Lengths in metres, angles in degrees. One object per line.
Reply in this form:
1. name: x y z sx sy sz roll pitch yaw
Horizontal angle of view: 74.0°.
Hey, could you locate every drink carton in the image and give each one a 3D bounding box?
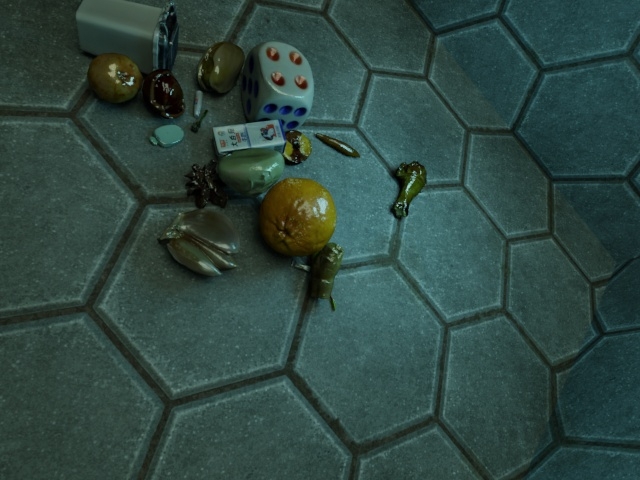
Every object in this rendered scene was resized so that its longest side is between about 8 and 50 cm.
1. drink carton: -0.322 -0.449 1.920 0.314 0.106 0.131 -12 74 -16

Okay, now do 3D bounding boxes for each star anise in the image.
1. star anise: -0.466 -0.238 1.801 0.214 0.099 0.220 -30 86 -31

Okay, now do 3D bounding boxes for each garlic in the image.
1. garlic: -0.458 0.002 1.690 0.325 0.132 0.279 29 60 -12

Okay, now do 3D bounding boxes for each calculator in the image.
1. calculator: -0.660 -0.449 1.826 0.153 0.021 0.095 -32 87 -37

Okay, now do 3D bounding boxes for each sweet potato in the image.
1. sweet potato: 0.098 -0.498 2.226 0.264 0.057 0.057 25 61 -19

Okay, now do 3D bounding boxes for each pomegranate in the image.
1. pomegranate: -0.827 -0.651 1.716 0.207 0.207 0.207 10 66 -24

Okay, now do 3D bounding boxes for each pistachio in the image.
1. pistachio: -0.465 -0.814 2.003 0.166 0.197 0.288 18 67 28

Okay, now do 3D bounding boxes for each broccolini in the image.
1. broccolini: -0.547 -0.545 1.922 0.035 0.030 0.140 24 58 -13

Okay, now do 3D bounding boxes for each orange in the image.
1. orange: -0.100 -0.092 1.791 0.340 0.340 0.293 44 25 -6

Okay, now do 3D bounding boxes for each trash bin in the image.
1. trash bin: -0.793 -0.874 1.769 0.367 0.296 0.256 12 58 -15

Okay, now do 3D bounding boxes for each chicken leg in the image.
1. chicken leg: 0.474 -0.308 2.302 0.211 0.140 0.361 48 53 -14

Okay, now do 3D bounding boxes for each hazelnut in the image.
1. hazelnut: -0.656 -0.617 1.801 0.201 0.160 0.170 44 74 -39

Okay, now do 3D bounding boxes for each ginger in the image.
1. ginger: 0.020 0.133 1.853 0.116 0.109 0.263 13 94 -26

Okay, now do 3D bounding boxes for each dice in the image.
1. dice: -0.208 -0.709 1.999 0.276 0.304 0.304 -2 71 -29

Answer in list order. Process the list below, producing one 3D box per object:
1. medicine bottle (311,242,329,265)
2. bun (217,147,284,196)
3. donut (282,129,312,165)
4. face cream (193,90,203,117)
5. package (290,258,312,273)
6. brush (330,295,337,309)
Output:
1. medicine bottle: 0.000 0.000 1.973 0.094 0.064 0.261 2 70 -12
2. bun: -0.285 -0.278 1.785 0.283 0.283 0.179 -24 126 -33
3. donut: -0.131 -0.446 2.074 0.166 0.073 0.184 26 62 -15
4. face cream: -0.559 -0.621 1.940 0.034 0.034 0.130 10 67 -24
5. package: -0.078 0.118 1.906 0.110 0.015 0.037 21 73 -7
6. brush: 0.055 0.271 1.924 0.021 0.018 0.083 -8 75 -40
